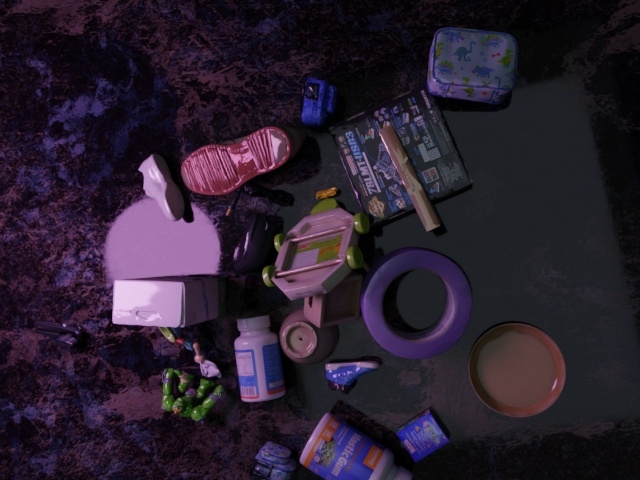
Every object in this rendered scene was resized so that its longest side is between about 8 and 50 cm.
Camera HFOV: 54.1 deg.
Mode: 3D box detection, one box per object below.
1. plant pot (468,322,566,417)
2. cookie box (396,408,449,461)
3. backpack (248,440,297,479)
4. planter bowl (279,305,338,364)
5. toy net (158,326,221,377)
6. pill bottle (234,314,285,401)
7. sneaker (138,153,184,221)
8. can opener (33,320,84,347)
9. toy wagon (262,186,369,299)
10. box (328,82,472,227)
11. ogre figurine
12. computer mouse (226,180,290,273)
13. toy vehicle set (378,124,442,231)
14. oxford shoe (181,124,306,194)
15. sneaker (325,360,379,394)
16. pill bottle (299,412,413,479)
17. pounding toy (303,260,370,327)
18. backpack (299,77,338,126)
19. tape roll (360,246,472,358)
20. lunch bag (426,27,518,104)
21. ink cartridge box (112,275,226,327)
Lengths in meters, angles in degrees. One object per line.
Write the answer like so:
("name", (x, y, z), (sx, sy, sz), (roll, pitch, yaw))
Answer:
("plant pot", (0.498, 0.328, 1.597), (0.236, 0.032, 0.237), (0, 89, 13))
("cookie box", (0.269, 0.511, 1.644), (0.107, 0.040, 0.092), (-35, 81, 10))
("backpack", (-0.121, 0.607, 1.705), (0.114, 0.105, 0.084), (22, 95, 8))
("planter bowl", (-0.043, 0.261, 1.691), (0.161, 0.109, 0.162), (0, 88, 14))
("toy net", (-0.375, 0.315, 1.779), (0.232, 0.122, 0.045), (51, 57, -7))
("pill bottle", (-0.169, 0.319, 1.713), (0.124, 0.124, 0.222), (-8, 87, 13))
("sneaker", (-0.470, -0.140, 1.830), (0.094, 0.080, 0.212), (-29, 75, 23))
("can opener", (-0.798, 0.274, 1.903), (0.185, 0.073, 0.059), (14, 100, 23))
("toy wagon", (0.000, 0.000, 1.624), (0.267, 0.345, 0.068), (-14, 130, 28))
("box", (0.210, -0.221, 1.658), (0.293, 0.073, 0.296), (-24, 84, 13))
("ogre figurine", (-0.371, 0.443, 1.780), (0.196, 0.097, 0.118), (18, 75, -2))
("computer mouse", (-0.185, -0.029, 1.695), (0.060, 0.184, 0.262), (32, 98, 46))
("toy vehicle set", (0.223, -0.147, 1.534), (0.035, 0.166, 0.267), (-26, 84, 12))
("oxford shoe", (-0.213, -0.222, 1.742), (0.396, 0.146, 0.141), (-10, 103, 30))
("sneaker", (0.088, 0.368, 1.681), (0.152, 0.058, 0.085), (-7, 82, 18))
("pill bottle", (0.096, 0.582, 1.628), (0.271, 0.152, 0.152), (28, 95, 13))
("pounding toy", (0.064, 0.114, 1.657), (0.094, 0.205, 0.181), (27, 119, 52))
("backpack", (-0.006, -0.368, 1.701), (0.101, 0.098, 0.120), (12, 91, 10))
("tape roll", (0.241, 0.156, 1.594), (0.274, 0.090, 0.275), (0, 96, -3))
("lunch bag", (0.384, -0.446, 1.586), (0.218, 0.090, 0.176), (5, 76, 1))
("ink cartridge box", (-0.399, 0.159, 1.693), (0.201, 0.278, 0.117), (1, 89, 13))
